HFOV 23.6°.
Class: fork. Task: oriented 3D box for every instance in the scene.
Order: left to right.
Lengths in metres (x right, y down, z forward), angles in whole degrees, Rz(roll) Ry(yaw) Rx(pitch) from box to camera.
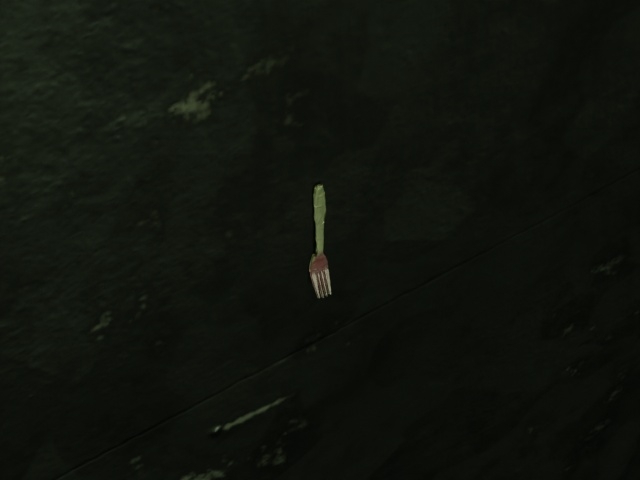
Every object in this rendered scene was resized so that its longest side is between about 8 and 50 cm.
[{"bbox_3d":[0.000,-0.001,1.154,0.016,0.012,0.115,-27,139,-22],"label":"fork"}]
